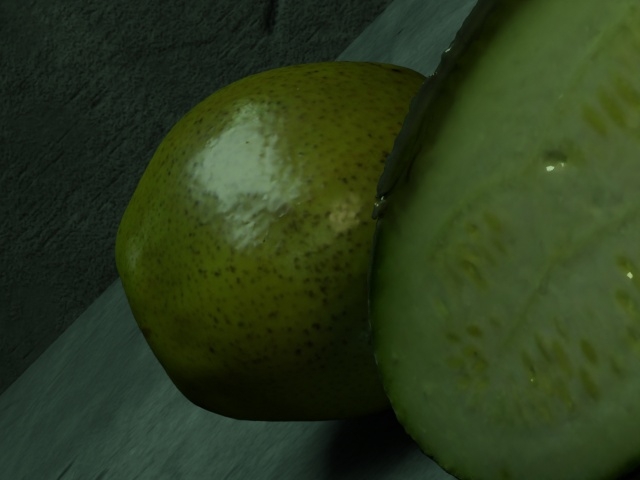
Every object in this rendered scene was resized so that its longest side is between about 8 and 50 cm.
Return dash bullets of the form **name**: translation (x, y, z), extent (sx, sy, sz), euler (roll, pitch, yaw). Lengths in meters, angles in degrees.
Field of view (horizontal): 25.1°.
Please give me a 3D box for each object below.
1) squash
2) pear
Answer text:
- **squash**: translation (0.135, -0.010, 0.729), extent (0.309, 0.233, 0.210), euler (-40, -23, 9)
- **pear**: translation (0.000, 0.000, 1.074), extent (0.294, 0.294, 0.294), euler (-44, 12, 12)
